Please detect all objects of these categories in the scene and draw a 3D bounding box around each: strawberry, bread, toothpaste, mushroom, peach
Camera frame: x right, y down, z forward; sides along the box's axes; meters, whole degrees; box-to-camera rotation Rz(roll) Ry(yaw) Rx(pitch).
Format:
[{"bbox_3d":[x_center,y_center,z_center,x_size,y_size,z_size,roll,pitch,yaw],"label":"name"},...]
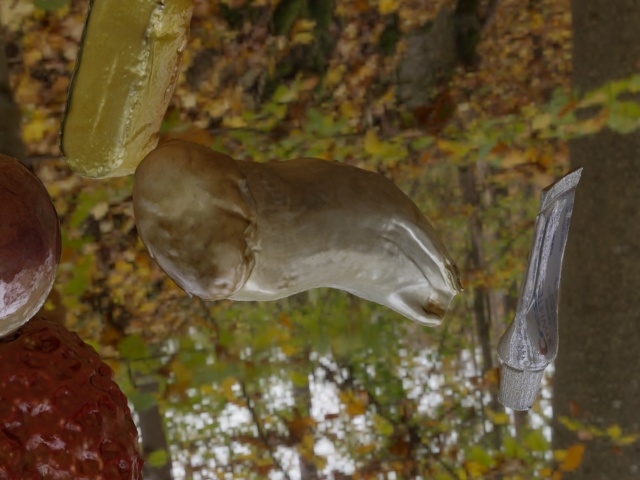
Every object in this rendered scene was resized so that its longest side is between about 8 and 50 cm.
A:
[{"bbox_3d":[-0.312,0.258,1.014,0.312,0.351,0.267,-32,157,28],"label":"strawberry"},{"bbox_3d":[-0.213,-0.184,1.122,0.102,0.246,0.094,23,-162,15],"label":"bread"},{"bbox_3d":[0.243,0.060,1.150,0.068,0.283,0.099,8,-157,-1],"label":"toothpaste"},{"bbox_3d":[0.000,0.000,0.771,0.095,0.123,0.351,-26,159,29],"label":"mushroom"},{"bbox_3d":[-0.141,0.001,0.410,0.083,0.083,0.083,-7,-172,1],"label":"peach"}]
